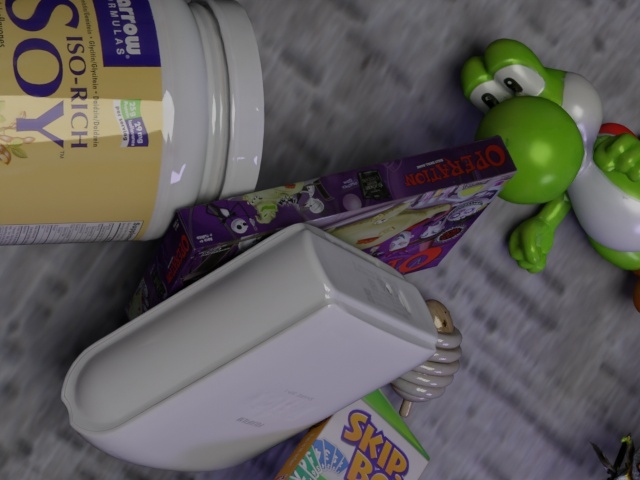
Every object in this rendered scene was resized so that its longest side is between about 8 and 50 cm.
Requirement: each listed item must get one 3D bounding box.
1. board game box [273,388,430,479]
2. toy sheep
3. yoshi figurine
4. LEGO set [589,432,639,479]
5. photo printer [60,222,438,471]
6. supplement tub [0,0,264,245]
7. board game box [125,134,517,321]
[{"bbox_3d":[0.026,0.238,1.614,0.124,0.039,0.259,55,37,-13],"label":"board game box"},{"bbox_3d":[0.103,0.123,1.709,0.091,0.091,0.132,9,110,-21],"label":"toy sheep"},{"bbox_3d":[0.277,-0.048,1.685,0.362,0.203,0.203,39,92,-19],"label":"yoshi figurine"},{"bbox_3d":[0.433,0.303,1.842,0.255,0.192,0.331,-48,118,-38],"label":"LEGO set"},{"bbox_3d":[-0.072,0.117,1.531,0.307,0.107,0.256,-30,154,17],"label":"photo printer"},{"bbox_3d":[-0.237,-0.116,1.455,0.331,0.241,0.241,-3,101,-20],"label":"supplement tub"},{"bbox_3d":[0.000,0.000,1.562,0.347,0.208,0.056,-14,73,-27],"label":"board game box"}]
